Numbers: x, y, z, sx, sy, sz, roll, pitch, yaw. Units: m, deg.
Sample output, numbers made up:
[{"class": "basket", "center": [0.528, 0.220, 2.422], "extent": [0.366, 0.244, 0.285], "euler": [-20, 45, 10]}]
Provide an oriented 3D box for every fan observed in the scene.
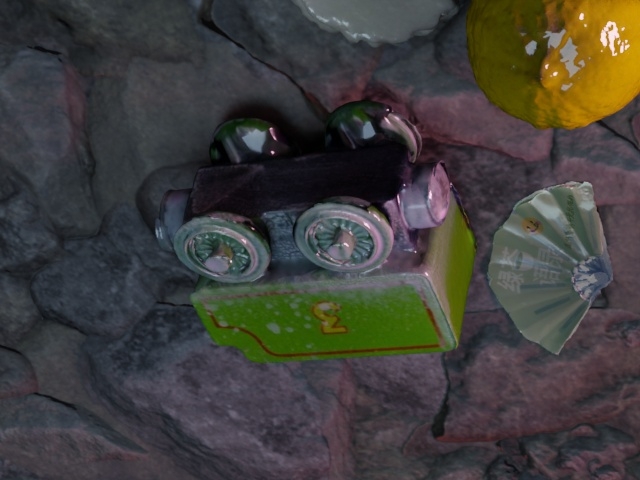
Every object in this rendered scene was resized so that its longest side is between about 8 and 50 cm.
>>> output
[{"class": "fan", "center": [0.239, 0.029, 1.986], "extent": [0.131, 0.009, 0.240], "euler": [13, 131, 11]}]

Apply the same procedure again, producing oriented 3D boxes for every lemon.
[{"class": "lemon", "center": [0.214, -0.185, 1.693], "extent": [0.180, 0.193, 0.181], "euler": [28, 136, 30]}]

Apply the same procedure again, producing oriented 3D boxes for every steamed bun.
[{"class": "steamed bun", "center": [0.055, -0.264, 1.738], "extent": [0.182, 0.106, 0.183], "euler": [7, 131, 8]}]

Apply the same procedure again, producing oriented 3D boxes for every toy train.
[{"class": "toy train", "center": [0.000, 0.000, 1.940], "extent": [0.307, 0.173, 0.249], "euler": [-5, 135, 21]}]
